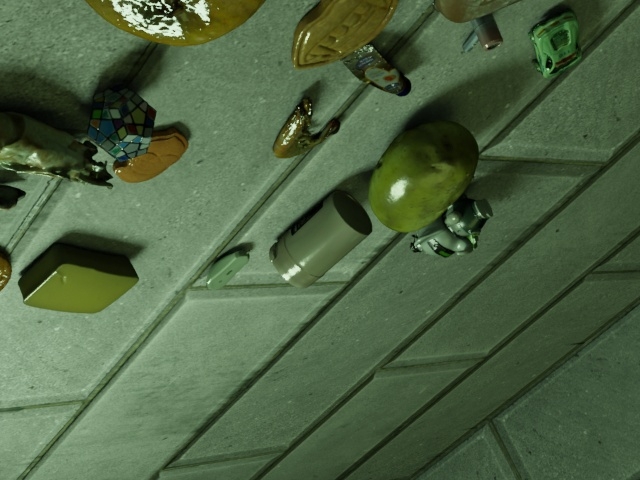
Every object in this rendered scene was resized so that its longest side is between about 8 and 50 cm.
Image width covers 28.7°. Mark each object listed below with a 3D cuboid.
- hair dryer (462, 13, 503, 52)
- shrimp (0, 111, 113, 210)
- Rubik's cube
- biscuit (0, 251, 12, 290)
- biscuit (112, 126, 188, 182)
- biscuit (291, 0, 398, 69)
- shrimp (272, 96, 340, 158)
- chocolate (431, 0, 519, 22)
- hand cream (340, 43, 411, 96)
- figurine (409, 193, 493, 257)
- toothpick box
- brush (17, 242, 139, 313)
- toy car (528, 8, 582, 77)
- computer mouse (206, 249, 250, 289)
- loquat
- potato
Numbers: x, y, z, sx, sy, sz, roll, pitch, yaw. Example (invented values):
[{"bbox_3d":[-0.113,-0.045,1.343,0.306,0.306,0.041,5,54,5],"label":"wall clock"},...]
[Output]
[{"bbox_3d":[0.259,-0.331,2.067,0.037,0.063,0.114,-18,169,-20],"label":"hair dryer"},{"bbox_3d":[-0.460,-0.103,1.817,0.360,0.085,0.247,5,150,-42],"label":"shrimp"},{"bbox_3d":[-0.289,-0.170,1.817,0.111,0.093,0.111,-20,157,-9],"label":"Rubik's cube"},{"bbox_3d":[-0.600,0.071,2.067,0.188,0.027,0.188,-20,154,-11],"label":"biscuit"},{"bbox_3d":[-0.268,-0.134,1.993,0.130,0.019,0.102,-38,153,23],"label":"biscuit"},{"bbox_3d":[0.040,-0.330,1.889,0.221,0.029,0.142,-40,152,26],"label":"biscuit"},{"bbox_3d":[-0.013,-0.191,2.104,0.124,0.034,0.178,-15,155,-28],"label":"shrimp"},{"bbox_3d":[0.299,-0.412,1.909,0.261,0.083,0.161,-26,157,0],"label":"chocolate"},{"bbox_3d":[0.098,-0.275,2.044,0.062,0.039,0.163,-20,157,27],"label":"hand cream"},{"bbox_3d":[0.267,-0.023,2.595,0.192,0.126,0.147,-28,177,33],"label":"figurine"},{"bbox_3d":[0.000,0.000,2.392,0.181,0.111,0.111,-40,151,27],"label":"toothpick box"},{"bbox_3d":[-0.424,0.069,2.192,0.123,0.059,0.197,-40,152,21],"label":"brush"},{"bbox_3d":[0.421,-0.338,2.197,0.093,0.058,0.186,-29,154,3],"label":"toy car"},{"bbox_3d":[-0.180,0.049,2.412,0.110,0.032,0.056,-43,153,11],"label":"computer mouse"},{"bbox_3d":[-0.164,-0.349,1.404,0.263,0.263,0.263,-21,155,-10],"label":"loquat"},{"bbox_3d":[0.185,-0.122,2.286,0.197,0.148,0.228,-7,150,-8],"label":"potato"}]
